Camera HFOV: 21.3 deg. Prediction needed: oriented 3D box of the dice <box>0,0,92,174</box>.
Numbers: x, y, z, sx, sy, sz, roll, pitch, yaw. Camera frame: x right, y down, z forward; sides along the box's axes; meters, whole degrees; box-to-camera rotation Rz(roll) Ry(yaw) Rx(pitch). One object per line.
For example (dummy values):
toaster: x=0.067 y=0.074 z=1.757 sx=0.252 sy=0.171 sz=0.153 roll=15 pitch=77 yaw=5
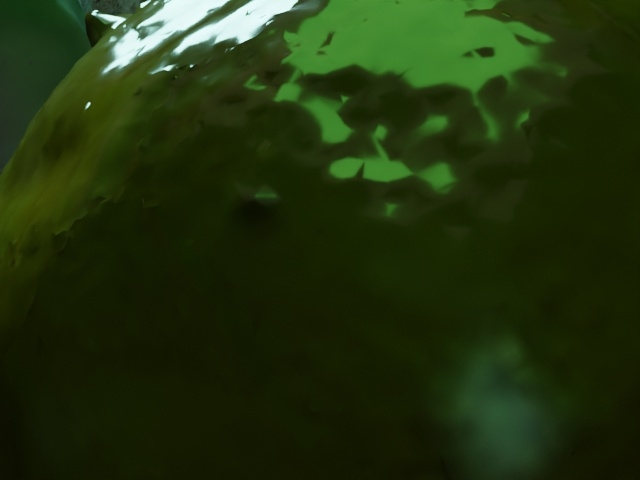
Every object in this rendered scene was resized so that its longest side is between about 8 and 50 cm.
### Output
dice: x=-0.278 y=0.018 z=0.708 sx=0.322 sy=0.330 sz=0.318 roll=-3 pitch=-6 yaw=40

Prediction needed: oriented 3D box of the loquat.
loquat: x=0.042 y=0.054 z=0.549 sx=0.328 sy=0.328 sz=0.328 roll=-2 pitch=8 yaw=0
